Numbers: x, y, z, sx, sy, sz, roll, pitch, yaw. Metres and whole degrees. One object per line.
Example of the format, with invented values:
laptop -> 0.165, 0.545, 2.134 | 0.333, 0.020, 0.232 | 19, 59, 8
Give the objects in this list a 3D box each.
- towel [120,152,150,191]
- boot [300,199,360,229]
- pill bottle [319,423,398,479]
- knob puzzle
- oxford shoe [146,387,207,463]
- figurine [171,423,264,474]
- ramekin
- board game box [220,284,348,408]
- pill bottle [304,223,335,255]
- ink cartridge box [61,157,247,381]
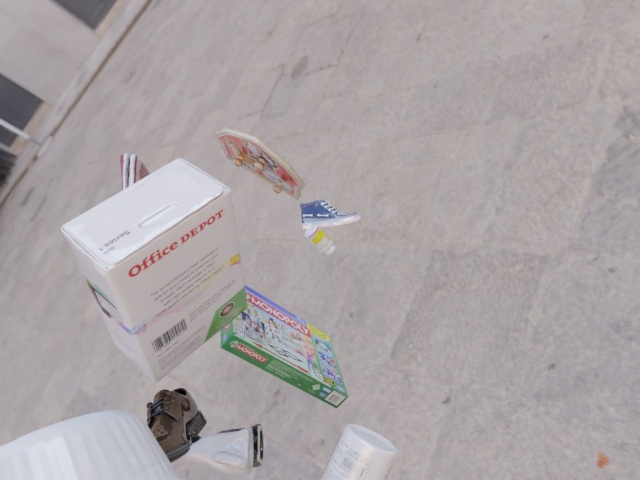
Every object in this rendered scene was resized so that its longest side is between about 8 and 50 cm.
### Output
towel -> -0.327, 0.006, 1.080 | 0.329, 0.037, 0.237 | 99, 168, -73
boot -> 0.028, -0.088, 1.793 | 0.190, 0.069, 0.086 | -8, 95, 11
pill bottle -> 0.067, 0.538, 1.262 | 0.131, 0.131, 0.229 | 23, 87, 56
knob puzzle -> -0.116, -0.139, 1.036 | 0.213, 0.213, 0.030 | 15, 69, 55
oxford shoe -> -0.245, 0.287, 0.883 | 0.083, 0.096, 0.227 | -24, 3, -1
figurine -> -0.241, 0.450, 1.222 | 0.209, 0.215, 0.092 | -4, 74, 3
ramekin -> -0.295, 0.297, 0.638 | 0.273, 0.273, 0.127 | -40, 68, 24
board game box -> -0.086, 0.225, 1.274 | 0.046, 0.317, 0.213 | -47, 28, 16
pill bottle -> 0.000, 0.000, 1.483 | 0.043, 0.083, 0.043 | -38, 20, 17
ink cartridge box -> -0.228, 0.047, 0.852 | 0.117, 0.278, 0.201 | 33, 55, 27
